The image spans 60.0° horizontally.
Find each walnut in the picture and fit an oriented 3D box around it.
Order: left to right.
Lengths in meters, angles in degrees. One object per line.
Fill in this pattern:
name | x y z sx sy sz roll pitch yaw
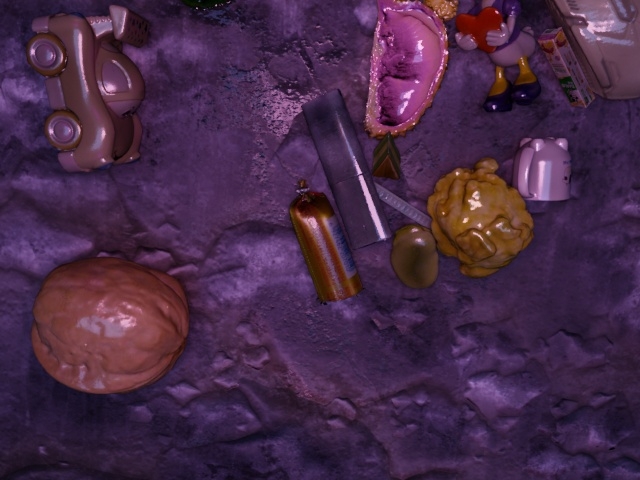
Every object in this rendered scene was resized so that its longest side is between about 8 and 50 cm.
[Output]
walnut | -0.506 0.207 1.353 0.381 0.381 0.381 0 104 1

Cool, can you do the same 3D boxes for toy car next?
toy car | -0.488 -0.335 1.262 0.226 0.242 0.336 -9 102 1

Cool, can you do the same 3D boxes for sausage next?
sausage | -0.002 0.001 1.391 0.125 0.117 0.317 -23 101 -8

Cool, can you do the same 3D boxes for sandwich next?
sandwich | 0.176 -0.202 1.320 0.074 0.116 0.074 8 71 -11

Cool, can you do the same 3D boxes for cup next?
cup | 0.509 -0.171 1.316 0.173 0.134 0.142 -6 104 -19

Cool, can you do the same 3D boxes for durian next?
durian | 0.195 -0.398 1.295 0.191 0.112 0.341 -1 112 -8

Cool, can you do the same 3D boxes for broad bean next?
broad bean | 0.239 0.041 1.403 0.124 0.082 0.175 9 113 17

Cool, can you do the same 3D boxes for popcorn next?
popcorn | 0.277 -0.540 1.270 0.082 0.083 0.057 44 137 24
popcorn | 0.374 -0.052 1.313 0.234 0.242 0.250 -4 67 -27

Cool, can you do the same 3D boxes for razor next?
razor | 0.175 -0.106 1.388 0.277 0.056 0.111 32 101 -6

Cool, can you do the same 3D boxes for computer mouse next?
computer mouse | 0.649 -0.513 1.232 0.228 0.145 0.429 -28 101 10

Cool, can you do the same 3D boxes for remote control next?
remote control | 0.063 -0.169 1.342 0.107 0.044 0.378 -20 91 23

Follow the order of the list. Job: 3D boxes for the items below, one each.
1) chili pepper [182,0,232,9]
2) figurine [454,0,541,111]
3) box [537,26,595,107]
chili pepper | -0.248 -0.579 1.281 0.182 0.050 0.073 -13 110 9
figurine | 0.404 -0.496 1.234 0.193 0.154 0.421 -31 110 -29
box | 0.566 -0.393 1.272 0.041 0.050 0.207 -47 120 -6
